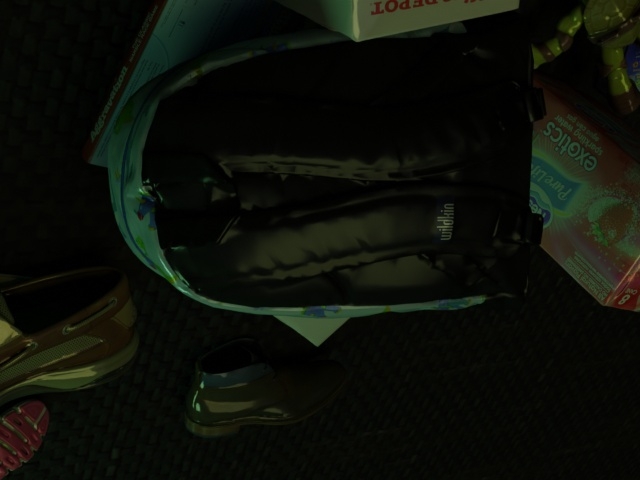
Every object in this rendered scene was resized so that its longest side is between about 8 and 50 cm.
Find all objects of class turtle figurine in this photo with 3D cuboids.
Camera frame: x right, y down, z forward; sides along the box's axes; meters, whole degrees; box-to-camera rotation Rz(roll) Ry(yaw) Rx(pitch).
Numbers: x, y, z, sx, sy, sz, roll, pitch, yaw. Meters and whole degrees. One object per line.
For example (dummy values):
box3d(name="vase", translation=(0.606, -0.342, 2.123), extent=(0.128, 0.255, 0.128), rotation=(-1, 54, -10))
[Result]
box3d(name="turtle figurine", translation=(0.340, -0.256, 1.199), extent=(0.269, 0.087, 0.217), rotation=(-44, 126, 2))

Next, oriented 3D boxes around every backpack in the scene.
box3d(name="backpack", translation=(-0.009, -0.059, 0.963), extent=(0.355, 0.273, 0.290), rotation=(-13, 108, -32))

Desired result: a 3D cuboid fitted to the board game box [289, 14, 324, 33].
box3d(name="board game box", translation=(0.007, -0.196, 1.075), extent=(0.092, 0.043, 0.181), rotation=(11, 119, -40))

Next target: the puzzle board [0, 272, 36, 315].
box3d(name="puzzle board", translation=(-0.355, 0.068, 1.074), extent=(0.128, 0.011, 0.096), rotation=(11, 120, -41))

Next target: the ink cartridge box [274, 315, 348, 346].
box3d(name="ink cartridge box", translation=(0.000, 0.000, 1.180), extent=(0.176, 0.128, 0.127), rotation=(-42, 139, 4))

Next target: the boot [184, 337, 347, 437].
box3d(name="boot", translation=(-0.061, 0.170, 1.323), extent=(0.219, 0.082, 0.106), rotation=(-15, 136, -22))

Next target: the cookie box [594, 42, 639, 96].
box3d(name="cookie box", translation=(0.397, -0.232, 1.326), extent=(0.091, 0.040, 0.107), rotation=(-13, 132, -25))

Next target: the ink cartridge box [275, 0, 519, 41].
box3d(name="ink cartridge box", translation=(0.055, -0.306, 0.884), extent=(0.171, 0.168, 0.233), rotation=(-15, 121, -26))

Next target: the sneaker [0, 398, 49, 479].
box3d(name="sneaker", translation=(-0.374, 0.237, 1.177), extent=(0.170, 0.074, 0.063), rotation=(-51, 124, -20))

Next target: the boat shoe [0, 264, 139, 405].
box3d(name="boat shoe", translation=(-0.327, 0.093, 1.030), extent=(0.323, 0.122, 0.120), rotation=(-16, 130, -35))

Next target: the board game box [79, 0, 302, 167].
box3d(name="board game box", translation=(-0.107, -0.181, 1.018), extent=(0.145, 0.027, 0.281), rotation=(12, 118, -40))

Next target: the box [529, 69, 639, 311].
box3d(name="box", translation=(0.305, -0.062, 1.214), extent=(0.154, 0.300, 0.142), rotation=(11, 119, -42))
